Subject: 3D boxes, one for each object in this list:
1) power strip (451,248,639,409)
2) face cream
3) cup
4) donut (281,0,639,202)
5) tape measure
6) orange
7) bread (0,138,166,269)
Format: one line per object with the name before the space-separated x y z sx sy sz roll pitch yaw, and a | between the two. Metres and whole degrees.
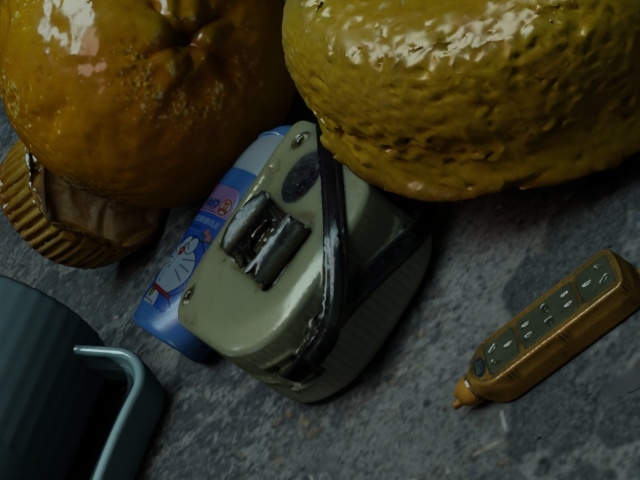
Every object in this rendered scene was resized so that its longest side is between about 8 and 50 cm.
power strip | 0.164 0.072 0.975 0.178 0.028 0.049 -41 32 22
face cream | -0.087 -0.004 1.359 0.264 0.083 0.149 -57 28 -7
cup | -0.364 0.205 1.362 0.331 0.257 0.311 -22 41 46
donut | 0.168 -0.249 1.082 0.378 0.163 0.435 -3 54 31
tape measure | 0.000 0.000 1.187 0.271 0.133 0.231 -55 29 -8
orange | -0.185 -0.201 1.447 0.340 0.340 0.293 -58 23 -8
bread | -0.292 -0.057 1.601 0.104 0.199 0.199 -31 36 41
